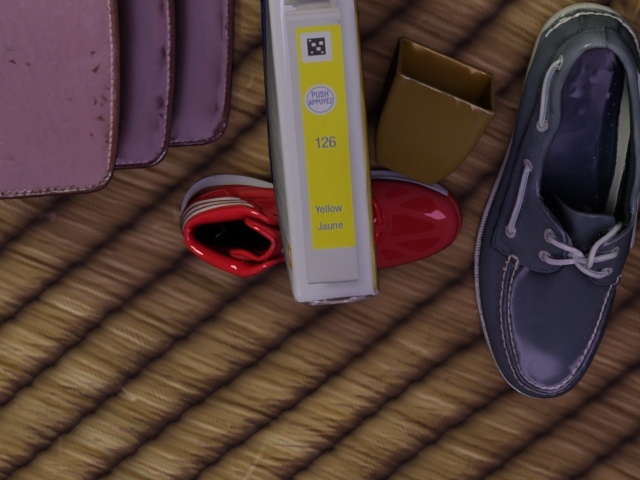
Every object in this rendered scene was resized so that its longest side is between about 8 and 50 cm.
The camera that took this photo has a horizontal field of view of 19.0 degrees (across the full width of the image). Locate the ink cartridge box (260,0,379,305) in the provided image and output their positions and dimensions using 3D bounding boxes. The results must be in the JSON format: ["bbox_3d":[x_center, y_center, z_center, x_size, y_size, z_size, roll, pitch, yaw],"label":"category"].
[{"bbox_3d":[-0.011,-0.155,1.315,0.072,0.304,0.307,-3,112,-2],"label":"ink cartridge box"}]

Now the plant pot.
[{"bbox_3d":[0.080,-0.093,1.465,0.081,0.081,0.083,22,116,-7],"label":"plant pot"}]

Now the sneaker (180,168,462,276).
[{"bbox_3d":[0.000,0.000,1.462,0.221,0.128,0.087,-3,107,2],"label":"sneaker"}]

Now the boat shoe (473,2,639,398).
[{"bbox_3d":[0.187,-0.019,1.473,0.116,0.099,0.320,7,105,-3],"label":"boat shoe"}]

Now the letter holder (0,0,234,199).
[{"bbox_3d":[-0.172,-0.197,1.396,0.214,0.152,0.302,-4,106,-1],"label":"letter holder"}]
